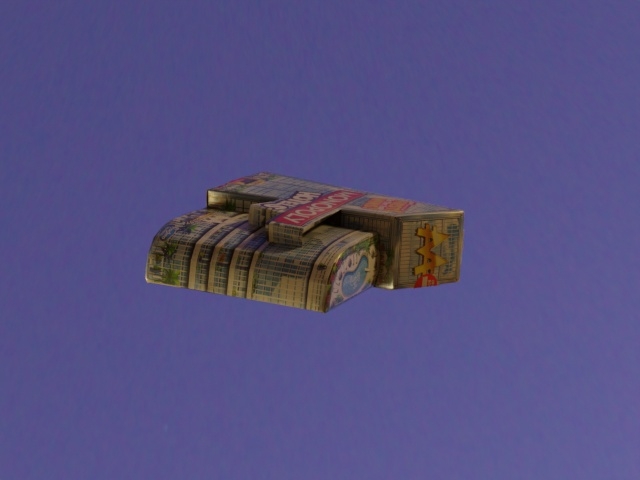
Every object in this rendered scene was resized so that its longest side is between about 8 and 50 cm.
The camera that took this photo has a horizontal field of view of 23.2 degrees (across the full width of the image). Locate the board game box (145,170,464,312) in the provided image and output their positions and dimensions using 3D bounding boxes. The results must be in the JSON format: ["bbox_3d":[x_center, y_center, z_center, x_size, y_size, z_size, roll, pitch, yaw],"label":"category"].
[{"bbox_3d":[0.000,0.000,1.176,0.194,0.194,0.060,8,-76,22],"label":"board game box"}]
